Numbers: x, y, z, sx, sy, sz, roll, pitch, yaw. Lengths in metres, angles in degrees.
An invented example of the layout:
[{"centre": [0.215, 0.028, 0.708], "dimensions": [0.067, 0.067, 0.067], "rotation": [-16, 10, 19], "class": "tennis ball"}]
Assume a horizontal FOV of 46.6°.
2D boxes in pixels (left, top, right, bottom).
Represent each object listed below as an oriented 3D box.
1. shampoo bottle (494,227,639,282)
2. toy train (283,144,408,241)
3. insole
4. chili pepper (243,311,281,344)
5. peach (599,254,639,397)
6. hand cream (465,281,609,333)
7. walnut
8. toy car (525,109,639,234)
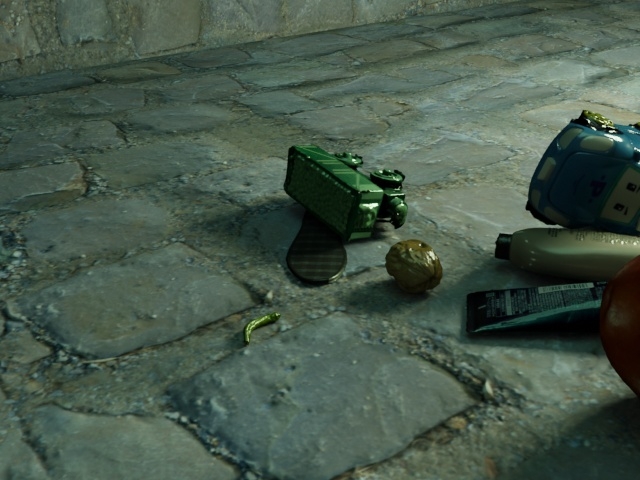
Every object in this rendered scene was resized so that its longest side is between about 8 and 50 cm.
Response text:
[{"centre": [0.404, 0.021, 1.169], "dimensions": [0.257, 0.078, 0.127], "rotation": [8, 19, 20], "class": "shampoo bottle"}, {"centre": [0.048, -0.103, 1.405], "dimensions": [0.154, 0.115, 0.269], "rotation": [-4, 30, -36], "class": "toy train"}, {"centre": [0.000, 0.000, 1.338], "dimensions": [0.110, 0.012, 0.309], "rotation": [-1, 27, 8], "class": "insole"}, {"centre": [-0.090, 0.125, 1.087], "dimensions": [0.030, 0.017, 0.083], "rotation": [19, 33, 35], "class": "chili pepper"}, {"centre": [0.458, 0.107, 0.825], "dimensions": [0.281, 0.281, 0.238], "rotation": [3, 70, 13], "class": "peach"}, {"centre": [0.345, 0.094, 1.064], "dimensions": [0.271, 0.061, 0.120], "rotation": [-3, 24, 12], "class": "hand cream"}, {"centre": [0.145, 0.040, 1.168], "dimensions": [0.079, 0.082, 0.096], "rotation": [16, 14, -42], "class": "walnut"}, {"centre": [0.485, -0.092, 1.226], "dimensions": [0.314, 0.198, 0.166], "rotation": [2, 32, -37], "class": "toy car"}]
